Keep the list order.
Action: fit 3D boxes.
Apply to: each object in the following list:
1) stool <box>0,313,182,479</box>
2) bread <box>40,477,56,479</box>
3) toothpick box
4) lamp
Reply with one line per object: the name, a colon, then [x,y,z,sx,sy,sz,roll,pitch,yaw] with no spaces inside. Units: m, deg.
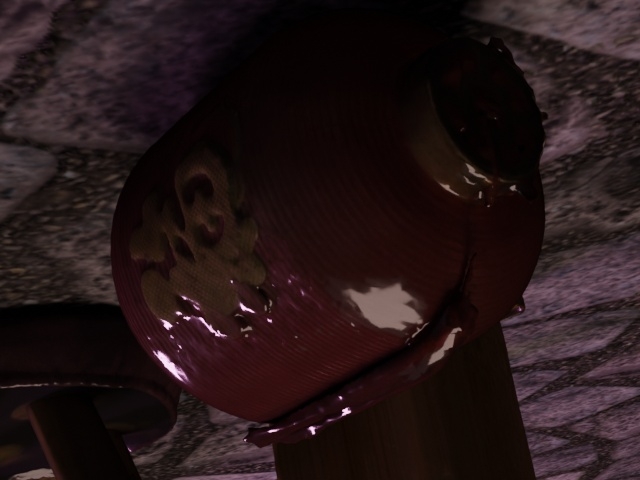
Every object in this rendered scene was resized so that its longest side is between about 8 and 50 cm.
stool: [-0.221,0.178,0.972,0.272,0.179,0.272,-12,159,-5]
bread: [-0.367,0.311,1.239,0.263,0.198,0.236,-24,150,34]
toothpick box: [0.067,0.187,0.981,0.187,0.308,0.190,-24,154,29]
lamp: [0.000,0.000,0.632,0.180,0.180,0.258,4,153,-36]
